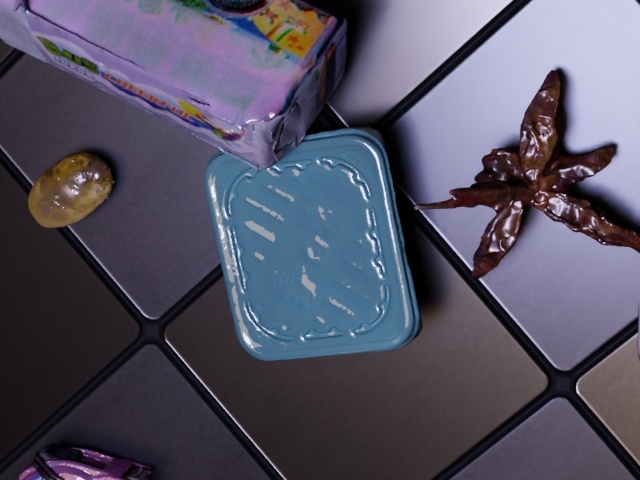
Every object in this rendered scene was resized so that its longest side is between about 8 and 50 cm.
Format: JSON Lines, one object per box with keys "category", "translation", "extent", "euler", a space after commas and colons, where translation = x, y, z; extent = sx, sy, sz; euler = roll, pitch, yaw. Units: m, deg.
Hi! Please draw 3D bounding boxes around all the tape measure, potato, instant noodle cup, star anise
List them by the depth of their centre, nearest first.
{"category": "star anise", "translation": [0.154, -0.034, 1.463], "extent": [0.141, 0.144, 0.158], "euler": [-19, 96, 14]}
{"category": "instant noodle cup", "translation": [0.000, 0.000, 1.558], "extent": [0.157, 0.070, 0.179], "euler": [-7, 101, 21]}
{"category": "potato", "translation": [-0.209, -0.042, 1.633], "extent": [0.083, 0.040, 0.051], "euler": [-35, 85, 22]}
{"category": "tape measure", "translation": [-0.208, 0.239, 1.687], "extent": [0.125, 0.074, 0.118], "euler": [19, 103, 8]}

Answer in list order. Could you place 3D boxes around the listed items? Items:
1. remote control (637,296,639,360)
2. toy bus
{"category": "remote control", "translation": [0.371, 0.074, 1.477], "extent": [0.261, 0.029, 0.067], "euler": [4, 104, 15]}
{"category": "toy bus", "translation": [-0.140, -0.177, 1.511], "extent": [0.317, 0.112, 0.138], "euler": [26, 67, 13]}
